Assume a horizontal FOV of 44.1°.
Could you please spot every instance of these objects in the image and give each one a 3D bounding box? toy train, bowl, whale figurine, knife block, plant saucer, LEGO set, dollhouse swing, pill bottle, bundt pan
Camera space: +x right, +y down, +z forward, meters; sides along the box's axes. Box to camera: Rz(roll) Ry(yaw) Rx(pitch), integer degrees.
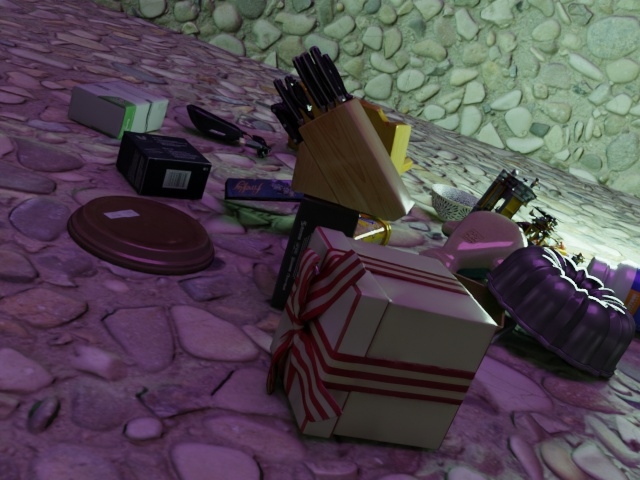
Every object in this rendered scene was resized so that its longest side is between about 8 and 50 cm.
[{"bbox_3d":[0.657,0.009,2.289,0.125,0.046,0.166,8,23,-29],"label":"toy train"},{"bbox_3d":[0.382,-0.091,2.250,0.170,0.080,0.170,16,20,-6],"label":"bowl"},{"bbox_3d":[0.358,0.039,1.867,0.272,0.141,0.216,-23,48,-28],"label":"whale figurine"},{"bbox_3d":[0.047,-0.185,1.321,0.275,0.242,0.088,19,21,11],"label":"knife block"},{"bbox_3d":[-0.330,-0.018,1.483,0.277,0.041,0.278,16,21,-6],"label":"plant saucer"},{"bbox_3d":[0.557,-0.046,2.050,0.255,0.192,0.331,31,12,-24],"label":"LEGO set"},{"bbox_3d":[0.277,0.123,1.600,0.188,0.045,0.188,23,21,8],"label":"plant saucer"},{"bbox_3d":[0.131,-0.354,2.432,0.346,0.315,0.305,27,42,21],"label":"dollhouse swing"},{"bbox_3d":[0.767,0.140,1.897,0.272,0.152,0.152,23,20,10],"label":"pill bottle"},{"bbox_3d":[0.512,0.127,1.639,0.330,0.124,0.331,29,21,-13],"label":"bundt pan"}]

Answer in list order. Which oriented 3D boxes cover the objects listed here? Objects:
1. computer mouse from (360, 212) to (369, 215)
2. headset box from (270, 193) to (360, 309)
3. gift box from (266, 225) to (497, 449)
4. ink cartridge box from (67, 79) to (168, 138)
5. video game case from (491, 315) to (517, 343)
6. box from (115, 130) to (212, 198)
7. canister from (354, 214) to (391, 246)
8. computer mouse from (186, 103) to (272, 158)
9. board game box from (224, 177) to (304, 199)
[{"bbox_3d":[0.068,-0.068,1.759,0.071,0.041,0.242,30,26,36],"label":"computer mouse"},{"bbox_3d":[0.000,0.000,1.472,0.110,0.218,0.293,17,21,0],"label":"headset box"},{"bbox_3d":[0.075,0.138,1.138,0.258,0.255,0.276,14,15,-20],"label":"gift box"},{"bbox_3d":[-0.526,-0.348,2.072,0.160,0.093,0.219,24,20,12],"label":"ink cartridge box"},{"bbox_3d":[0.318,0.155,1.651,0.157,0.019,0.143,30,23,25],"label":"video game case"},{"bbox_3d":[-0.353,-0.169,1.769,0.156,0.093,0.158,3,27,-37],"label":"box"},{"bbox_3d":[0.068,-0.018,1.792,0.126,0.073,0.170,28,24,26],"label":"canister"},{"bbox_3d":[-0.263,-0.297,2.237,0.262,0.060,0.184,23,13,-25],"label":"computer mouse"},{"bbox_3d":[-0.091,-0.110,1.769,0.243,0.042,0.165,2,0,-9],"label":"board game box"}]
